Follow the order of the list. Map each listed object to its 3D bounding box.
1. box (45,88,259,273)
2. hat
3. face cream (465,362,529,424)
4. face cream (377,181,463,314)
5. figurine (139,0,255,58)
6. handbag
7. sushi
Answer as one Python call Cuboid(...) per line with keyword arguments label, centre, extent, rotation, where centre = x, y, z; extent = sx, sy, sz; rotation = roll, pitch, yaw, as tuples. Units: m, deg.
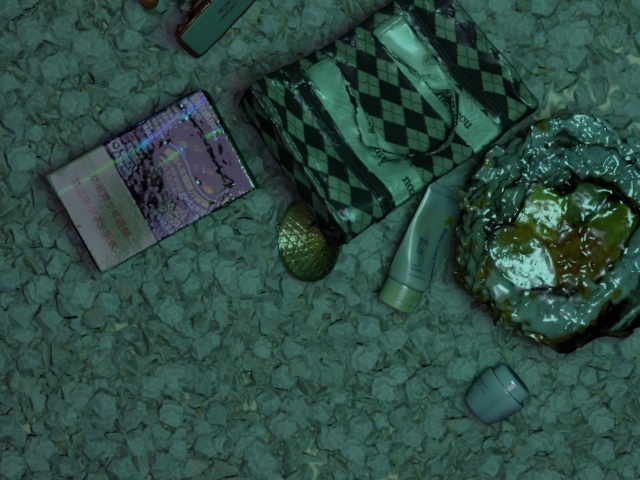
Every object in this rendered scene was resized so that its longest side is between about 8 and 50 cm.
Cuboid(label="box", centre=(-0.286, -0.102, 1.653), extent=(0.310, 0.084, 0.198), rotation=(-28, 95, 2))
Cuboid(label="hat", centre=(0.000, 0.000, 1.682), extent=(0.146, 0.067, 0.146), rotation=(1, 92, 41))
Cuboid(label="face cream", centre=(0.310, 0.270, 1.694), extent=(0.095, 0.091, 0.091), rotation=(-41, 95, 10))
Cuboid(label="face cream", centre=(0.179, 0.014, 1.672), extent=(0.114, 0.070, 0.224), rotation=(21, 99, -45))
Cuboid(label="figurine", centre=(-0.236, -0.455, 1.601), extent=(0.226, 0.160, 0.183), rotation=(44, 93, 5))
Cuboid(label="handbag", centre=(0.105, -0.227, 1.579), extent=(0.416, 0.180, 0.316), rotation=(-34, 92, -15))
Cuboid(label="sushi", centre=(0.411, -0.014, 1.619), extent=(0.418, 0.176, 0.417), rotation=(0, 98, -3))
